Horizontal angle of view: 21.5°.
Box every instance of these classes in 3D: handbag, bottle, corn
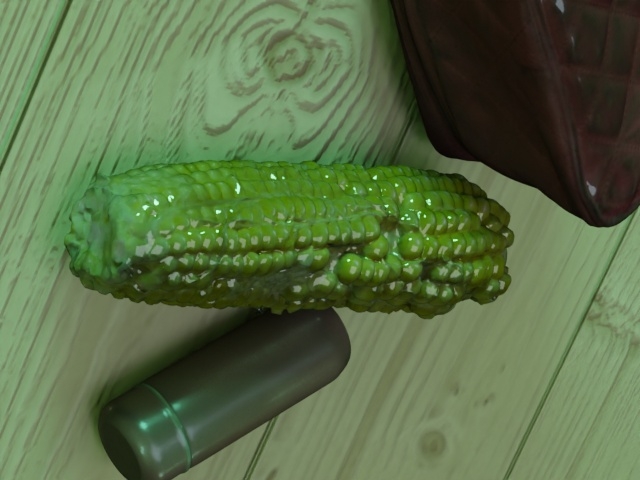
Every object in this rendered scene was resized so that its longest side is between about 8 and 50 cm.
[{"bbox_3d":[0.121,-0.128,0.881,0.146,0.135,0.225,-38,131,-20],"label":"handbag"},{"bbox_3d":[-0.050,0.079,0.897,0.140,0.053,0.053,-29,131,-30],"label":"bottle"},{"bbox_3d":[0.000,0.000,0.874,0.288,0.086,0.087,2,112,-43],"label":"corn"}]
